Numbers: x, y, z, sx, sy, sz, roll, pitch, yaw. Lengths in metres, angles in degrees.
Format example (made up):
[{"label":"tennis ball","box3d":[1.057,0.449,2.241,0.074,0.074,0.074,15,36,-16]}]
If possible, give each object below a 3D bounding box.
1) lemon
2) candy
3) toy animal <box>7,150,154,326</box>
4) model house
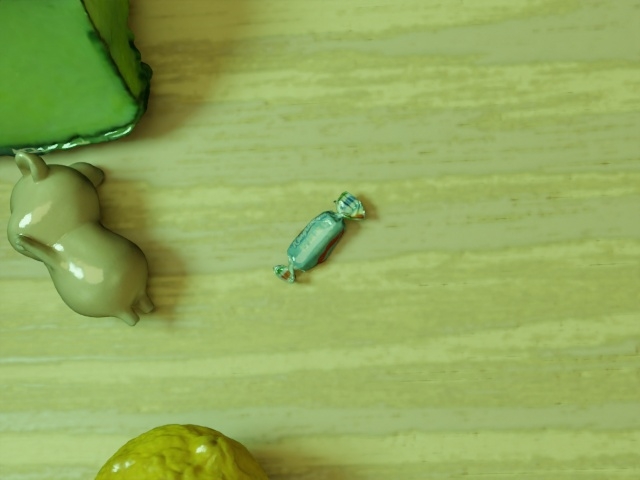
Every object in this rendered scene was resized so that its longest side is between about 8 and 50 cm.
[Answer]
[{"label":"lemon","box3d":[-0.105,0.212,0.996,0.142,0.142,0.187,37,107,12]},{"label":"candy","box3d":[0.000,0.000,1.066,0.030,0.020,0.083,41,92,15]},{"label":"toy animal","box3d":[-0.178,0.000,1.069,0.089,0.083,0.150,-34,90,-9]},{"label":"model house","box3d":[-0.235,-0.194,1.092,0.193,0.170,0.211,-11,53,15]}]
